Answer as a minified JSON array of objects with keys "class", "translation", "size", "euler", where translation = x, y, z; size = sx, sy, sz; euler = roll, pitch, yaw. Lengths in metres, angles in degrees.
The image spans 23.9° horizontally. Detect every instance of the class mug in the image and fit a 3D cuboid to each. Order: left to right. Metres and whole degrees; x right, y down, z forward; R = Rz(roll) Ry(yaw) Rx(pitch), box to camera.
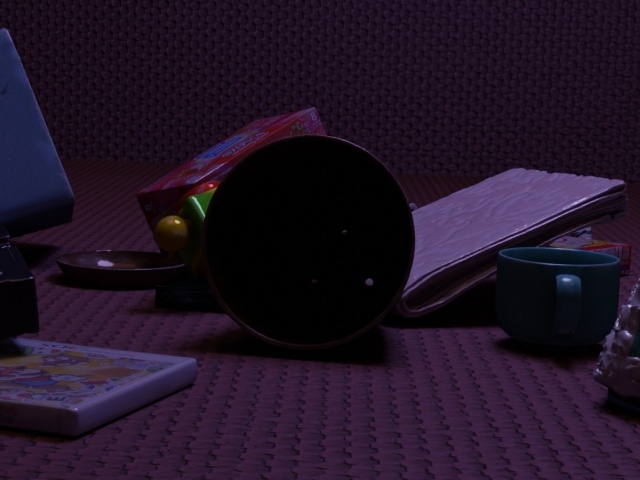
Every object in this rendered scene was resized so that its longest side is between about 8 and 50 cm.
[{"class":"mug","translation":[0.242,0.065,1.589],"size":[0.129,0.097,0.157],"euler":[8,10,35]}]

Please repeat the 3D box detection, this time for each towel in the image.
[{"class":"towel","translation":[0.177,-0.002,1.861],"size":[0.317,0.053,0.332],"euler":[-24,11,-13]}]

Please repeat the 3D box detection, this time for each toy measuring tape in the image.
[{"class":"toy measuring tape","translation":[-0.073,-0.018,1.820],"size":[0.121,0.121,0.330],"euler":[9,14,44]}]

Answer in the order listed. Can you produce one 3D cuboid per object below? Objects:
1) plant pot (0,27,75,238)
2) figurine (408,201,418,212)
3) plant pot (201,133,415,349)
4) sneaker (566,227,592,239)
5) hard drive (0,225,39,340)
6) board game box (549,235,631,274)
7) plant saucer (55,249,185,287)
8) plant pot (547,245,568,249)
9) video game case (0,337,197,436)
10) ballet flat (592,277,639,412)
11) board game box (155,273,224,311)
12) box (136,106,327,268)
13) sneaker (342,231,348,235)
[{"class":"plant pot","translation":[-0.497,-0.107,2.060],"size":[0.252,0.247,0.248],"euler":[-22,-2,-12]},{"class":"figurine","translation":[0.000,0.000,2.128],"size":[0.209,0.092,0.215],"euler":[-2,3,45]},{"class":"plant pot","translation":[0.005,0.015,1.606],"size":[0.215,0.215,0.230],"euler":[4,-6,10]},{"class":"sneaker","translation":[0.424,-0.013,2.495],"size":[0.032,0.037,0.083],"euler":[-3,7,-24]},{"class":"hard drive","translation":[-0.444,0.056,1.395],"size":[0.338,0.064,0.237],"euler":[-7,14,-18]},{"class":"board game box","translation":[0.322,0.021,2.163],"size":[0.193,0.045,0.146],"euler":[8,9,41]},{"class":"plant saucer","translation":[-0.252,0.037,1.923],"size":[0.168,0.029,0.168],"euler":[2,7,0]},{"class":"plant pot","translation":[0.301,0.050,1.820],"size":[0.083,0.081,0.081],"euler":[6,4,-31]},{"class":"video game case","translation":[-0.244,0.119,1.289],"size":[0.206,0.026,0.227],"euler":[5,8,19]},{"class":"ballet flat","translation":[0.386,0.072,1.452],"size":[0.147,0.147,0.409],"euler":[7,8,29]},{"class":"board game box","translation":[-0.106,0.058,1.812],"size":[0.126,0.026,0.186],"euler":[4,8,15]},{"class":"box","translation":[-0.104,-0.071,2.041],"size":[0.128,0.123,0.257],"euler":[-7,22,46]},{"class":"sneaker","translation":[0.045,-0.004,1.868],"size":[0.118,0.042,0.067],"euler":[-12,18,46]}]
